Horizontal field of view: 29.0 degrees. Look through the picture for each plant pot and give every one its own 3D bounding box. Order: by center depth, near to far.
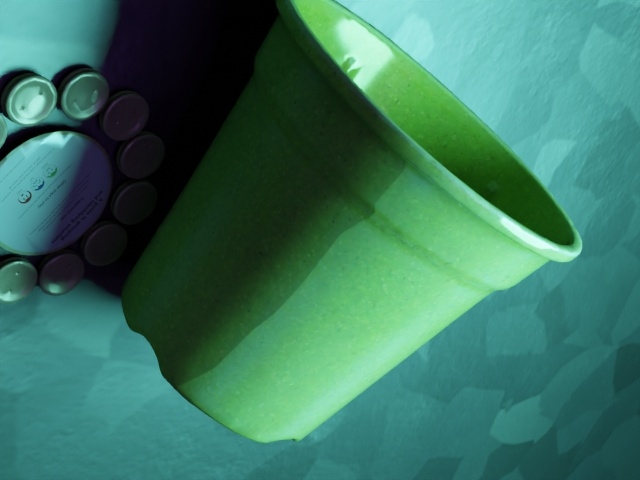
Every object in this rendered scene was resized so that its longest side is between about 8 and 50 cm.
[{"bbox_3d":[0.000,0.000,0.896,0.254,0.276,0.276,-48,141,17],"label":"plant pot"}]

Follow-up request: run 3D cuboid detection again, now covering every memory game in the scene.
[{"bbox_3d":[-0.190,-0.036,0.860,0.186,0.012,0.186,-24,134,-27],"label":"memory game"}]
